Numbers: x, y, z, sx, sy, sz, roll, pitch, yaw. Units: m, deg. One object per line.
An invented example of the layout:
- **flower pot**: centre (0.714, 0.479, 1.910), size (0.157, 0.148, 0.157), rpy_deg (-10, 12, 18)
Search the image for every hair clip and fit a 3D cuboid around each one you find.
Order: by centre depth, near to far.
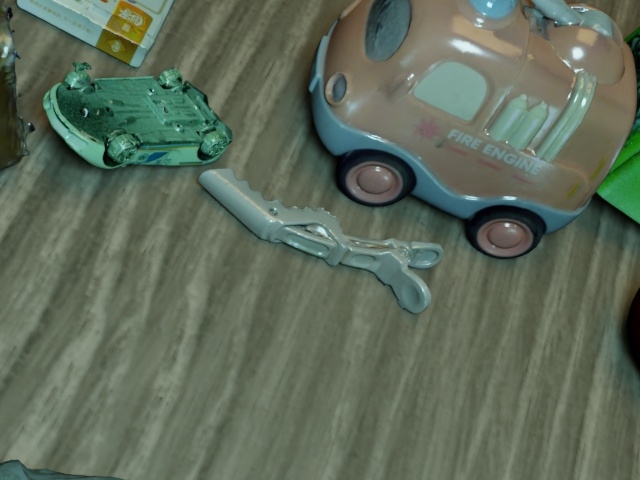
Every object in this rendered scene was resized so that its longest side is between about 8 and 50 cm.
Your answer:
- **hair clip**: centre (0.000, 0.000, 1.253), size (0.226, 0.034, 0.072), rpy_deg (20, 46, -15)

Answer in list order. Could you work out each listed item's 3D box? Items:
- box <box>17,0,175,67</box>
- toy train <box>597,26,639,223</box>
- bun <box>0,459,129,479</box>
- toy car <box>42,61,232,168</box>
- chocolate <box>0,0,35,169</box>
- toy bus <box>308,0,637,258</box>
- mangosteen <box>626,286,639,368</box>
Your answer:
- **box**: centre (-0.183, -0.256, 1.368), size (0.122, 0.032, 0.220), rpy_deg (27, 42, -9)
- **toy train**: centre (0.354, -0.104, 1.475), size (0.188, 0.132, 0.243), rpy_deg (33, 39, -23)
- **bun**: centre (-0.142, 0.275, 0.806), size (0.355, 0.194, 0.354), rpy_deg (15, 48, -18)
- **toy car**: centre (-0.154, -0.096, 1.226), size (0.186, 0.058, 0.093), rpy_deg (-8, 56, -50)
- **chocolate**: centre (-0.286, -0.167, 1.144), size (0.093, 0.148, 0.214), rpy_deg (-12, 54, -16)
- **toy bus**: centre (0.147, -0.137, 1.327), size (0.288, 0.232, 0.194), rpy_deg (24, 47, -15)
- **mangosteen**: centre (0.352, 0.075, 1.323), size (0.153, 0.152, 0.152), rpy_deg (17, 46, -18)
